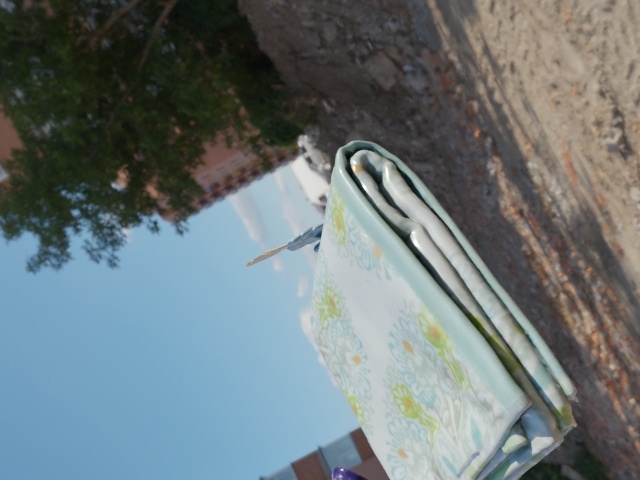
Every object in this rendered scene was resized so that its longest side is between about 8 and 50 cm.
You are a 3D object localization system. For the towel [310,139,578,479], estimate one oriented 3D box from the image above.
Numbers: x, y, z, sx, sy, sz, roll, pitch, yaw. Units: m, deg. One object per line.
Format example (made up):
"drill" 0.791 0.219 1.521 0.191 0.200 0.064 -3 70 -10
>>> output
"towel" 0.095 0.122 0.775 0.374 0.090 0.321 59 152 33

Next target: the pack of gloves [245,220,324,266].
"pack of gloves" 0.000 0.000 1.331 0.232 0.195 0.046 -22 -97 -44

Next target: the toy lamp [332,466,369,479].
"toy lamp" -0.006 0.482 1.043 0.080 0.275 0.080 21 151 12
